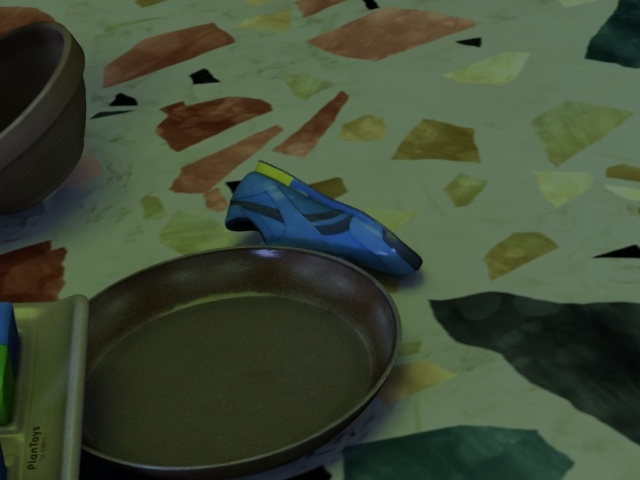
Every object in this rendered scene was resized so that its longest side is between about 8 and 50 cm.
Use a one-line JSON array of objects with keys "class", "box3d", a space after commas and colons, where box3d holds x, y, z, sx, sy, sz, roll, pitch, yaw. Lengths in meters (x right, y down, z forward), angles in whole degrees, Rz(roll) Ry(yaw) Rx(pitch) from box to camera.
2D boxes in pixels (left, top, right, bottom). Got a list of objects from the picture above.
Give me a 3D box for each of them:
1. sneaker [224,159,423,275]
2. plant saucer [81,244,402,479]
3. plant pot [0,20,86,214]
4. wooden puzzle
[{"class": "sneaker", "box3d": [0.000, 0.000, 1.692, 0.209, 0.069, 0.082, 27, 80, 32]}, {"class": "plant saucer", "box3d": [-0.082, 0.108, 1.546, 0.310, 0.050, 0.311, -8, 32, 5]}, {"class": "plant pot", "box3d": [-0.318, -0.103, 1.845, 0.237, 0.110, 0.237, -28, 31, 18]}, {"class": "wooden puzzle", "box3d": [-0.360, 0.161, 1.424, 0.347, 0.080, 0.322, -5, 47, 2]}]
